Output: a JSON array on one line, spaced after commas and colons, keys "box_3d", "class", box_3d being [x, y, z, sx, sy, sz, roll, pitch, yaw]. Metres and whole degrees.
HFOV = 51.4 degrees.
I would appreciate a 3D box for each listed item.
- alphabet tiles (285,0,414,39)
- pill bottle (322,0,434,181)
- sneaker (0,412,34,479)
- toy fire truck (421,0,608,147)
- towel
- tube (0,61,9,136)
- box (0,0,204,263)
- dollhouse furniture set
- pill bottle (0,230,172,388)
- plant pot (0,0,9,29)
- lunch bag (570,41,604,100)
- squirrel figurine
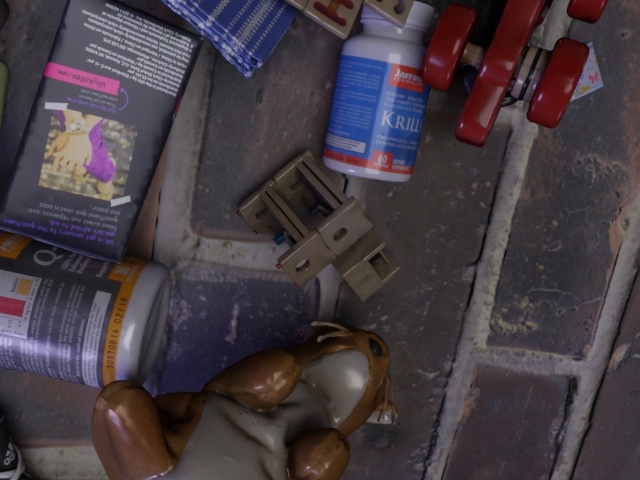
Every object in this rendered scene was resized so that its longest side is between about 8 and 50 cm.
[{"box_3d": [-0.019, -0.399, 0.761, 0.342, 0.011, 0.285, 28, 67, -16], "class": "alphabet tiles"}, {"box_3d": [0.080, -0.195, 0.865, 0.124, 0.124, 0.221, 6, 103, -16], "class": "pill bottle"}, {"box_3d": [-0.393, 0.371, 0.875, 0.447, 0.169, 0.257, 15, 103, -16], "class": "sneaker"}, {"box_3d": [0.248, -0.261, 0.833, 0.169, 0.254, 0.302, 22, 99, 12], "class": "toy fire truck"}, {"box_3d": [-0.161, -0.355, 0.728, 0.336, 0.040, 0.243, 38, 49, -19], "class": "towel"}, {"box_3d": [-0.399, -0.089, 0.747, 0.062, 0.070, 0.240, 16, 72, -44], "class": "tube"}, {"box_3d": [-0.254, -0.135, 0.771, 0.143, 0.165, 0.270, 20, 100, -21], "class": "box"}, {"box_3d": [0.000, 0.000, 0.920, 0.129, 0.129, 0.184, -40, 141, -1], "class": "dollhouse furniture set"}, {"box_3d": [-0.332, 0.077, 0.793, 0.278, 0.162, 0.162, 13, 102, -2], "class": "pill bottle"}, {"box_3d": [-0.471, -0.268, 0.628, 0.323, 0.323, 0.280, -43, 128, 0], "class": "plant pot"}, {"box_3d": [0.358, -0.240, 0.966, 0.083, 0.053, 0.071, -23, 109, 2], "class": "lunch bag"}, {"box_3d": [-0.075, 0.266, 0.888, 0.281, 0.397, 0.370, 43, 49, 13], "class": "squirrel figurine"}]
